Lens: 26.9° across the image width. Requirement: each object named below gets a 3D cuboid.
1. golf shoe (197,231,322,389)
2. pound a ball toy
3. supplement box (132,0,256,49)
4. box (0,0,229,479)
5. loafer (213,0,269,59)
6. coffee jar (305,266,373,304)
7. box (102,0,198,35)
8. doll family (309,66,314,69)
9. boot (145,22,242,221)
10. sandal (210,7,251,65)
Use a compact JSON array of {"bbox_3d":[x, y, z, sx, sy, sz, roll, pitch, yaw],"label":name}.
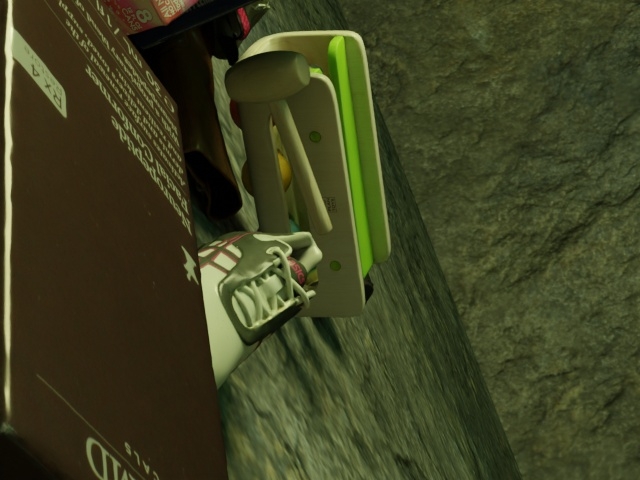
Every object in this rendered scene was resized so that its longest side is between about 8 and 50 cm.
[{"bbox_3d":[-0.072,0.042,1.026,0.273,0.120,0.105,-73,140,-74],"label":"golf shoe"},{"bbox_3d":[-0.032,-0.069,1.345,0.208,0.136,0.319,-60,146,-55],"label":"pound a ball toy"},{"bbox_3d":[-0.112,-0.378,1.149,0.195,0.194,0.356,-36,106,-44],"label":"supplement box"},{"bbox_3d":[-0.149,0.013,0.614,0.381,0.143,0.191,-102,165,-45],"label":"box"},{"bbox_3d":[-0.095,-0.284,1.490,0.102,0.092,0.268,45,-19,-4],"label":"loafer"},{"bbox_3d":[0.000,0.000,1.638,0.096,0.079,0.184,46,21,-73],"label":"coffee jar"},{"bbox_3d":[-0.187,-0.305,0.985,0.142,0.154,0.300,-46,119,-39],"label":"box"},{"bbox_3d":[-0.047,-0.160,1.710,0.076,0.111,0.193,34,20,8],"label":"doll family"},{"bbox_3d":[-0.156,-0.188,1.285,0.264,0.096,0.280,75,3,-58],"label":"boot"},{"bbox_3d":[-0.092,-0.232,1.379,0.179,0.040,0.067,68,10,-78],"label":"sandal"}]
